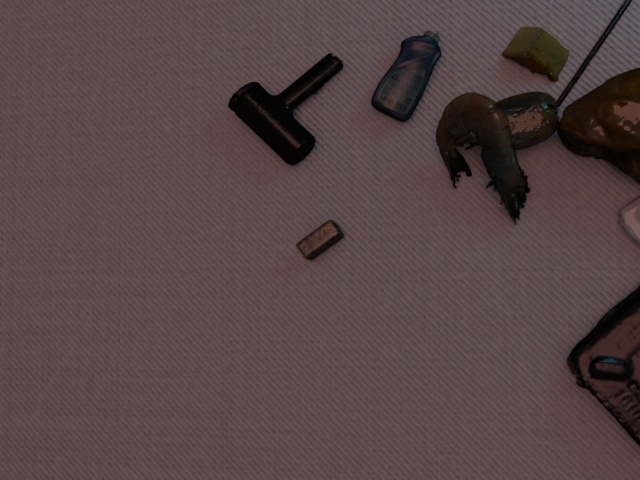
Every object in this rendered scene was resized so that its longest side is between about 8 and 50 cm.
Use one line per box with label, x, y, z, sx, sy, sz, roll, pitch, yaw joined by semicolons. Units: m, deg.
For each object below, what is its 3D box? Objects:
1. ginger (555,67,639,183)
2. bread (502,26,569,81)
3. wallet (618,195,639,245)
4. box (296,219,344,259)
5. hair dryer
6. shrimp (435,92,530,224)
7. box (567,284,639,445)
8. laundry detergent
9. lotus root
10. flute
ginger;0.622;-0.240;1.482;0.269;0.200;0.223;31;94;11
bread;0.460;-0.395;1.619;0.109;0.080;0.084;30;92;-24
wallet;0.693;-0.068;1.542;0.189;0.033;0.095;-31;79;7
box;0.000;0.000;1.656;0.098;0.062;0.045;-37;79;5
hair dryer;-0.048;-0.314;1.683;0.251;0.089;0.197;-44;79;-1
shrimp;0.320;-0.162;1.565;0.178;0.289;0.075;4;44;44
box;0.711;0.251;1.486;0.350;0.091;0.359;-43;82;5
laundry detergent;0.193;-0.362;1.646;0.096;0.061;0.206;30;92;14
lotus root;0.392;-0.239;1.579;0.191;0.088;0.113;-15;66;13
flute;0.568;-0.392;1.600;0.014;0.014;0.270;35;93;11
